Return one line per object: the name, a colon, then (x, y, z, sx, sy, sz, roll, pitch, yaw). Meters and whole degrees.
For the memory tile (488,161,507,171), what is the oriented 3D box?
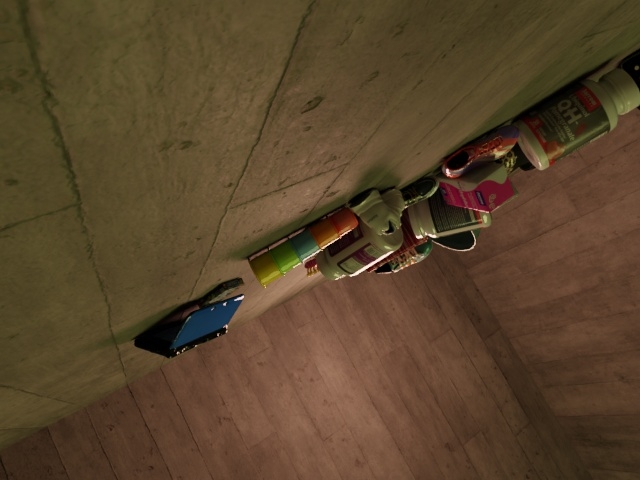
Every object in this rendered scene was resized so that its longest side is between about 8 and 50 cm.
memory tile: (0.556, -0.252, 1.619, 0.113, 0.148, 0.012, 103, 8, -75)

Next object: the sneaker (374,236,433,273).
sneaker: (0.361, 0.078, 2.081, 0.121, 0.108, 0.302, -25, 171, -48)

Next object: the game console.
game console: (-0.443, 0.269, 1.607, 0.250, 0.173, 0.293, 8, -170, 26)

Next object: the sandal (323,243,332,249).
sandal: (-0.001, 0.000, 1.472, 0.097, 0.054, 0.254, -30, 172, 4)

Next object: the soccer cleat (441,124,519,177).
soccer cleat: (0.480, -0.268, 1.412, 0.248, 0.083, 0.095, -29, 168, 16)

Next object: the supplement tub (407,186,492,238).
supplement tub: (0.475, -0.116, 1.732, 0.272, 0.191, 0.191, -13, 178, 22)

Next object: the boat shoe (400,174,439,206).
boat shoe: (0.304, -0.150, 1.554, 0.183, 0.065, 0.083, -34, 172, 35)

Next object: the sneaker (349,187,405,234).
sneaker: (0.187, -0.077, 1.388, 0.111, 0.129, 0.297, -36, 171, 29)

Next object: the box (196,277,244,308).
box: (-0.319, 0.168, 1.505, 0.137, 0.027, 0.094, -34, 170, 30)

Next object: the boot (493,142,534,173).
boot: (0.728, -0.314, 1.745, 0.284, 0.138, 0.377, -30, 168, -3)

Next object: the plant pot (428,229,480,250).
plant pot: (0.561, -0.122, 1.990, 0.196, 0.293, 0.293, -54, 180, -19)

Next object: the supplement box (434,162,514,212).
supplement box: (0.486, -0.177, 1.499, 0.114, 0.111, 0.220, -35, -158, -13)

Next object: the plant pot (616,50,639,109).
plant pot: (1.060, -0.526, 1.495, 0.187, 0.188, 0.167, -32, -177, 17)

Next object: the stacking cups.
stacking cups: (-0.041, 0.017, 1.309, 0.316, 0.096, 0.096, -29, 172, -5)

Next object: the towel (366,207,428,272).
towel: (0.274, -0.007, 1.914, 0.275, 0.199, 0.031, -29, 144, 7)

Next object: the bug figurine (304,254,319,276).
bug figurine: (0.044, 0.070, 1.984, 0.216, 0.072, 0.279, -26, 178, 24)

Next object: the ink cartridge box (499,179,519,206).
ink cartridge box: (0.721, -0.224, 2.052, 0.114, 0.198, 0.273, -30, 172, -1)

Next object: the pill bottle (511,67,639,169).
pill bottle: (0.765, -0.367, 1.416, 0.318, 0.176, 0.176, -32, 171, 16)

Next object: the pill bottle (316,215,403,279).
pill bottle: (0.123, 0.020, 1.615, 0.301, 0.169, 0.169, -36, 169, 40)
